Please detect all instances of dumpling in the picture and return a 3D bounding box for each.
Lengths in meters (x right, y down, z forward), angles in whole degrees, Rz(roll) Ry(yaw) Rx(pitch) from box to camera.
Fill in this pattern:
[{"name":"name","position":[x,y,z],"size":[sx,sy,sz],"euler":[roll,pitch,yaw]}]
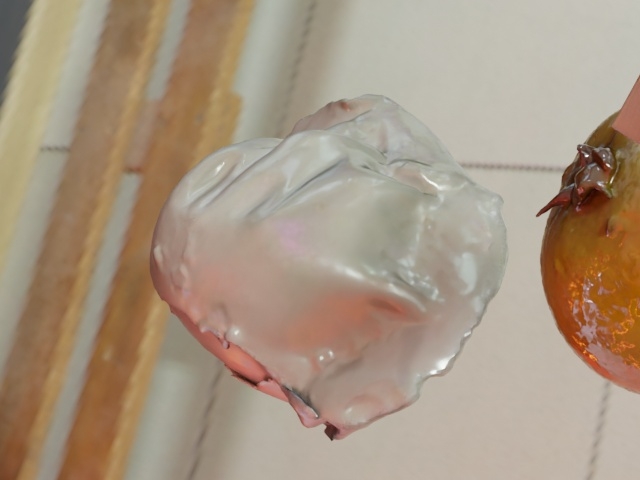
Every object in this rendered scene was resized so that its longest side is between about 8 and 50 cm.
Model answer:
[{"name":"dumpling","position":[0.000,0.000,0.731],"size":[0.127,0.108,0.188],"euler":[-53,36,0]}]

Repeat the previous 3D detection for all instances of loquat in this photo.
[{"name":"loquat","position":[0.319,0.001,1.623],"size":[0.274,0.275,0.275],"euler":[-13,63,28]}]

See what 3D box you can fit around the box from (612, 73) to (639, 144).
[{"name":"box","position":[0.108,-0.055,0.466],"size":[0.024,0.083,0.053],"euler":[34,123,13]}]
